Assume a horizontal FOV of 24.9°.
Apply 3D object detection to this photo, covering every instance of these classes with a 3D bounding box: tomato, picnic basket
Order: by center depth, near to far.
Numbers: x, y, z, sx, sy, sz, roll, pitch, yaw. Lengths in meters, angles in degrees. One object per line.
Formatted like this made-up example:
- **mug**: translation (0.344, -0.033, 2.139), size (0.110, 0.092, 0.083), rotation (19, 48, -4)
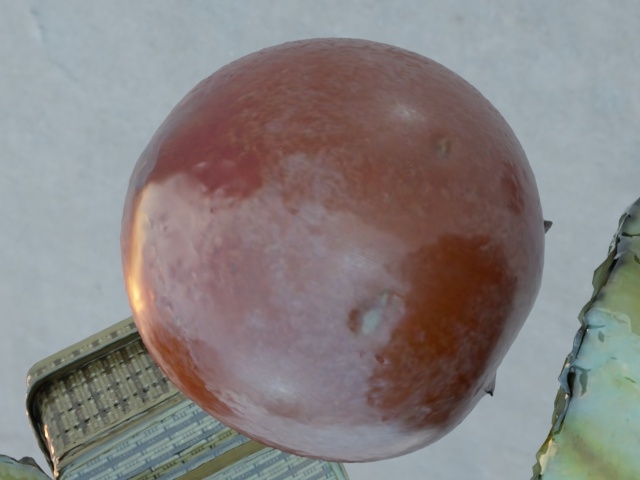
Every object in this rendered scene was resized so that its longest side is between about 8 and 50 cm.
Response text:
- **tomato**: translation (0.000, 0.000, 0.896), size (0.265, 0.265, 0.265), rotation (19, 153, 10)
- **picnic basket**: translation (-0.101, 0.218, 1.291), size (0.175, 0.228, 0.312), rotation (51, 166, 57)

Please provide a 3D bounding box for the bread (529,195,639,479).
- **bread**: translation (0.226, 0.191, 0.763), size (0.264, 0.239, 0.395), rotation (22, 125, 17)

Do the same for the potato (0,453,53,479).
- **potato**: translation (-0.313, 0.254, 1.091), size (0.286, 0.242, 0.242), rotation (3, 164, -29)
